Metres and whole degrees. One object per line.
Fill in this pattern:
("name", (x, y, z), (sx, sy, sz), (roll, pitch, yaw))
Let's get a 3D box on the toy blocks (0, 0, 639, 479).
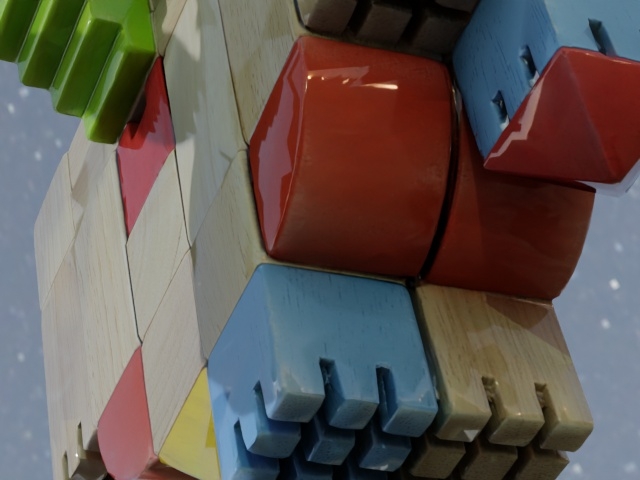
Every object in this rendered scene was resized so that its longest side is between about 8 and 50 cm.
("toy blocks", (0.000, 0.000, 0.631), (0.191, 0.261, 0.381), (9, -47, -23))
